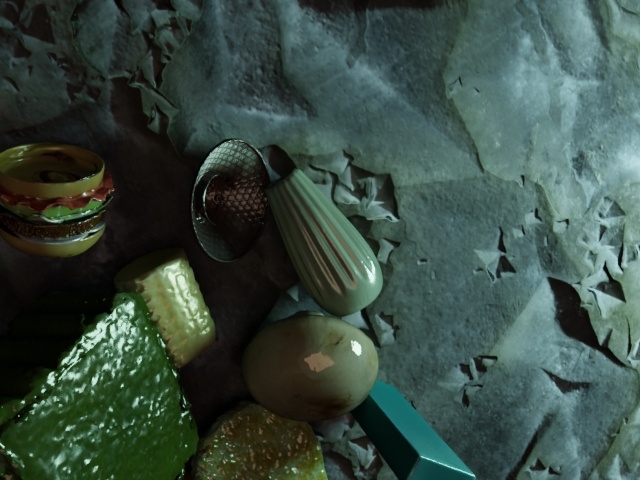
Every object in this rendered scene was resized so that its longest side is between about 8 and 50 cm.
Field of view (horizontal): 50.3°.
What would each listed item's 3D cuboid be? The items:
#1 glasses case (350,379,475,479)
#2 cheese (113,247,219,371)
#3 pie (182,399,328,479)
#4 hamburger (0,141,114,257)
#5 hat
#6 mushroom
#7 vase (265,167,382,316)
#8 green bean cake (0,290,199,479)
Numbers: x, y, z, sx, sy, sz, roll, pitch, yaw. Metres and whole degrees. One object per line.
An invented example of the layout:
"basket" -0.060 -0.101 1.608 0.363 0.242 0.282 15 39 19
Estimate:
"glasses case" 0.128 0.319 1.133 0.117 0.301 0.070 25 94 -22
"cheese" -0.239 0.105 1.060 0.123 0.094 0.167 -34 116 -34
"pie" -0.116 0.407 1.184 0.257 0.105 0.274 -42 113 -14
"hamburger" -0.375 -0.049 0.948 0.175 0.175 0.137 1 116 -19
"hat" -0.164 -0.064 1.060 0.193 0.082 0.193 -21 115 -56
"mushroom" -0.016 0.199 1.125 0.226 0.178 0.226 5 140 4
"vase" 0.000 0.000 1.107 0.128 0.128 0.248 -34 103 -8
"green bean cake" -0.349 0.257 0.935 0.218 0.335 0.319 -4 115 24
